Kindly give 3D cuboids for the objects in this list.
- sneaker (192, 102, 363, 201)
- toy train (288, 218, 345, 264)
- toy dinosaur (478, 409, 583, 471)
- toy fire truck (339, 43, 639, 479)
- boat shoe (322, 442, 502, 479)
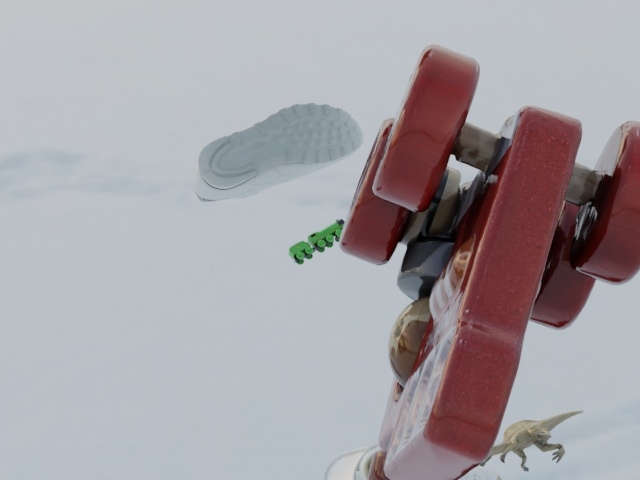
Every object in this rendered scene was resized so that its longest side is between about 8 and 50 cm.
[{"bbox_3d":[-0.058,-0.111,2.170,0.235,0.090,0.095,-15,-21,-17],"label":"sneaker"},{"bbox_3d":[0.000,0.000,1.866,0.083,0.017,0.023,-30,63,-22],"label":"toy train"},{"bbox_3d":[0.295,0.267,2.268,0.183,0.053,0.092,-24,24,-12],"label":"toy dinosaur"},{"bbox_3d":[0.089,0.042,1.040,0.169,0.253,0.302,21,-19,-2],"label":"toy fire truck"},{"bbox_3d":[0.082,0.263,1.859,0.096,0.098,0.277,34,-24,-31],"label":"boat shoe"}]
